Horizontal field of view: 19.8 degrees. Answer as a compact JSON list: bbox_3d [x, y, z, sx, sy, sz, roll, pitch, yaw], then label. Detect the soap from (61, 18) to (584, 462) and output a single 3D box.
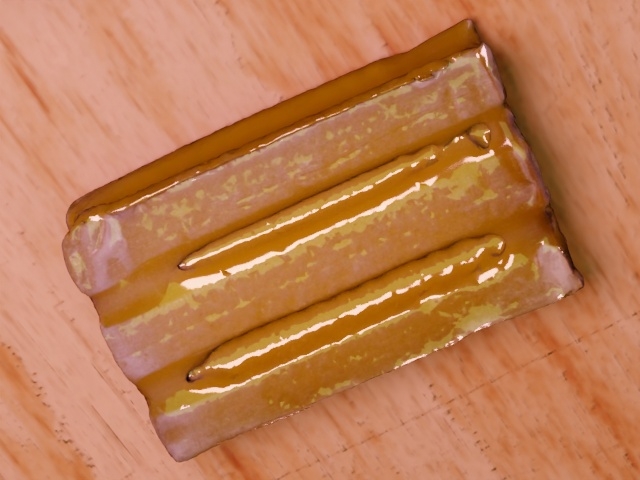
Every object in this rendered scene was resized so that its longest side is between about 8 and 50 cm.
[{"bbox_3d":[0.000,0.000,1.249,0.315,0.091,0.199,-24,112,7],"label":"soap"}]
